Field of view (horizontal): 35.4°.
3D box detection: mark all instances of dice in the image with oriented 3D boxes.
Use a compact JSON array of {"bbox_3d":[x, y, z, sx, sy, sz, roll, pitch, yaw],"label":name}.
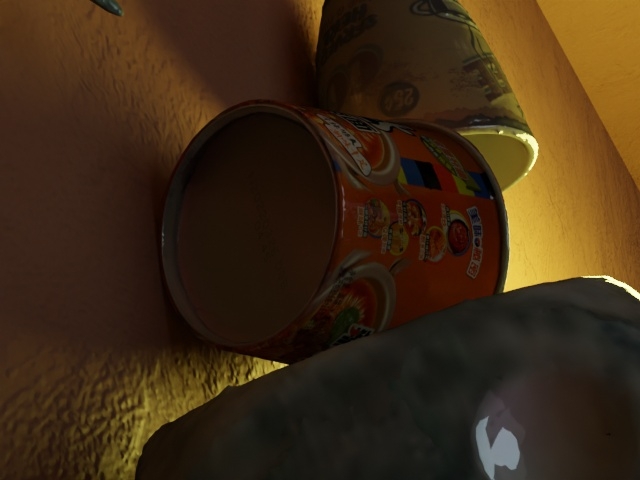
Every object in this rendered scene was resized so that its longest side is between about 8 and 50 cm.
[{"bbox_3d":[0.089,0.224,0.622,0.330,0.328,0.348,72,-2,-71],"label":"dice"}]

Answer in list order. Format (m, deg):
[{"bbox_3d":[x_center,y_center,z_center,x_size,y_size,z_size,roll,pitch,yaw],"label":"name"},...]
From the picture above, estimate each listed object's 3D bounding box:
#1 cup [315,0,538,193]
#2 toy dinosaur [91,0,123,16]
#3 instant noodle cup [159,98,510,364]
[{"bbox_3d":[0.104,-0.158,1.165,0.301,0.228,0.256,81,-3,-67],"label":"cup"},{"bbox_3d":[-0.282,-0.232,0.594,0.393,0.092,0.205,40,40,-47],"label":"toy dinosaur"},{"bbox_3d":[0.000,0.000,0.829,0.192,0.250,0.250,11,63,-49],"label":"instant noodle cup"}]
